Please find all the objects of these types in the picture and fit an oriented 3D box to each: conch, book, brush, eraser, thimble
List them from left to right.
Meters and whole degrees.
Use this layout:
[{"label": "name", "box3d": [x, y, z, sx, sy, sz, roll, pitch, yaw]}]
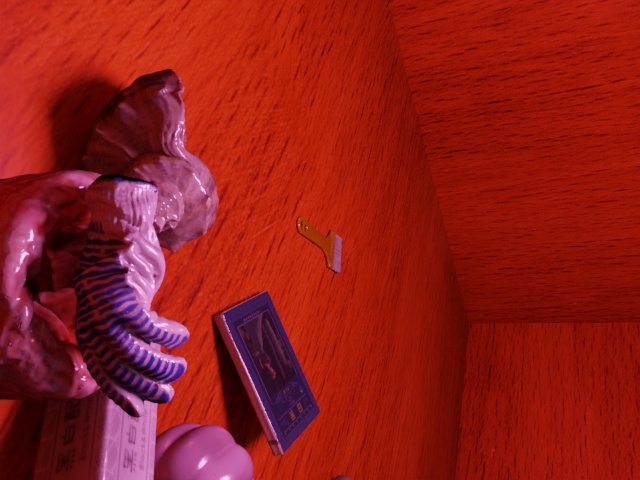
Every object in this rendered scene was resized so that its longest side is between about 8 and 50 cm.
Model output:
[{"label": "thimble", "box3d": [-0.296, 0.048, 0.659, 0.239, 0.162, 0.239, -1, 90, -70]}, {"label": "eraser", "box3d": [-0.247, 0.262, 0.690, 0.096, 0.098, 0.404, 55, 22, -48]}, {"label": "conch", "box3d": [-0.236, -0.103, 0.843, 0.291, 0.159, 0.210, -127, -158, -56]}, {"label": "book", "box3d": [-0.093, 0.238, 1.191, 0.269, 0.025, 0.191, 66, 23, 1]}, {"label": "brush", "box3d": [0.000, 0.000, 1.584, 0.272, 0.013, 0.103, 39, 51, -61]}]

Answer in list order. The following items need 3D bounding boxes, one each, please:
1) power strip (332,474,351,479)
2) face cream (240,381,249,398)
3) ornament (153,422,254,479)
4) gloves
[{"label": "power strip", "box3d": [0.053, 0.773, 1.534, 0.092, 0.066, 0.387, 3, 85, -65]}, {"label": "face cream", "box3d": [-0.093, 0.274, 1.260, 0.182, 0.051, 0.072, 4, 76, -67]}, {"label": "ornament", "box3d": [-0.182, 0.347, 0.878, 0.177, 0.177, 0.177, -3, 90, -68]}, {"label": "gloves", "box3d": [-0.184, 0.052, 0.599, 0.097, 0.119, 0.229, -10, 90, -26]}]
